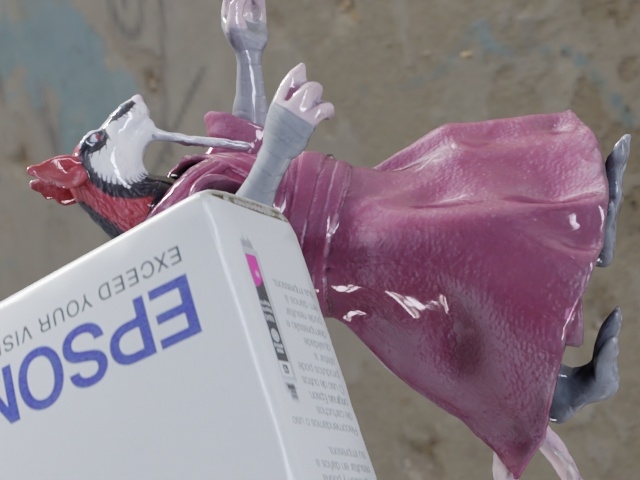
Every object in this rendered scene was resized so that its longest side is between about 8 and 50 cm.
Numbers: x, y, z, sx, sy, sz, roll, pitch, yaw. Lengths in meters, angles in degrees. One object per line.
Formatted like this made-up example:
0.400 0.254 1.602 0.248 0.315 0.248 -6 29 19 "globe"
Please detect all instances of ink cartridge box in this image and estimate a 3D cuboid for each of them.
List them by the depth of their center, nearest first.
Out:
-0.107 0.197 0.573 0.324 0.071 0.330 -28 66 23 "ink cartridge box"

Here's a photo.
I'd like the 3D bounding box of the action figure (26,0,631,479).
0.000 0.000 1.027 0.248 0.370 0.275 -72 -13 -68 "action figure"
